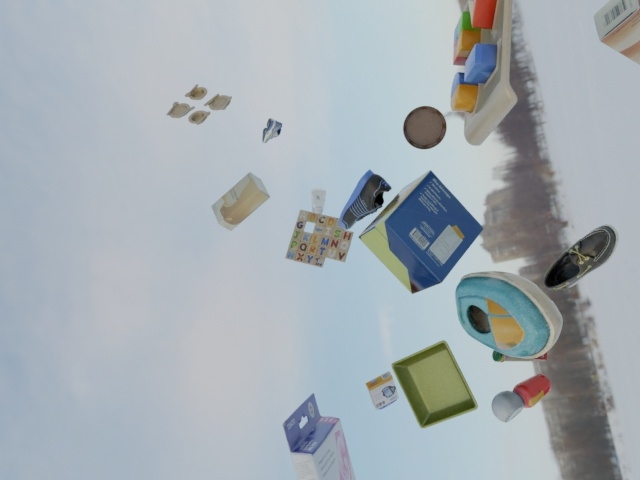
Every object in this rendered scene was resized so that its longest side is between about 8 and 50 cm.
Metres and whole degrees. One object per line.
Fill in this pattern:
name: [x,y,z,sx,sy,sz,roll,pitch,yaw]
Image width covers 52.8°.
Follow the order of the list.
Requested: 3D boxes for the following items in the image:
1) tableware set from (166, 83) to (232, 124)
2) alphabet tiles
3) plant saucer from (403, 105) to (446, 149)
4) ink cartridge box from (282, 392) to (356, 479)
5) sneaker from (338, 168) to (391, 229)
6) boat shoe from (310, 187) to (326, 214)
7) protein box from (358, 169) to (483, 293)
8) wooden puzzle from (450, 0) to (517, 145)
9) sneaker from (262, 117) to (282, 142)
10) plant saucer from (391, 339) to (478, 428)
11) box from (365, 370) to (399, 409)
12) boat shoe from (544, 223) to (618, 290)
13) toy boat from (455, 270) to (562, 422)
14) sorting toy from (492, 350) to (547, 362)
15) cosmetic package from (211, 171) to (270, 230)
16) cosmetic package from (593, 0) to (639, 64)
tableware set: [-0.340,-0.377,1.804,0.141,0.169,0.020,-50,-33,-26]
alphabet tiles: [0.000,0.000,2.414,0.009,0.237,0.198,36,-110,-65]
plant saucer: [0.404,-0.439,2.504,0.029,0.169,0.168,-78,-30,-73]
ink cartridge box: [0.014,0.601,1.739,0.324,0.072,0.330,-6,-99,-77]
sneaker: [0.129,-0.101,1.909,0.090,0.232,0.081,38,-135,11]
boat shoe: [-0.009,-0.158,2.658,0.184,0.066,0.063,-100,19,-60]
protein box: [0.244,-0.019,1.565,0.200,0.136,0.201,46,-119,-5]
wooden puzzle: [0.352,-0.421,1.445,0.322,0.081,0.347,99,172,-80]
sneaker: [-0.171,-0.382,2.297,0.135,0.058,0.052,136,138,-62]
plant saucer: [0.303,0.373,1.686,0.045,0.188,0.188,-10,-109,-52]
box: [0.188,0.456,1.944,0.028,0.081,0.136,57,170,45]
boat shoe: [0.641,0.049,1.594,0.069,0.227,0.081,-11,-124,-33]
toy boat: [0.395,0.222,1.364,0.148,0.267,0.318,-23,-78,-25]
sorting toy: [0.636,0.311,1.998,0.274,0.046,0.132,153,128,-67]
cosmetic package: [-0.165,-0.080,1.328,0.041,0.115,0.060,32,-158,-51]
cosmetic package: [1.003,-0.632,1.968,0.296,0.153,0.129,19,-125,-21]
